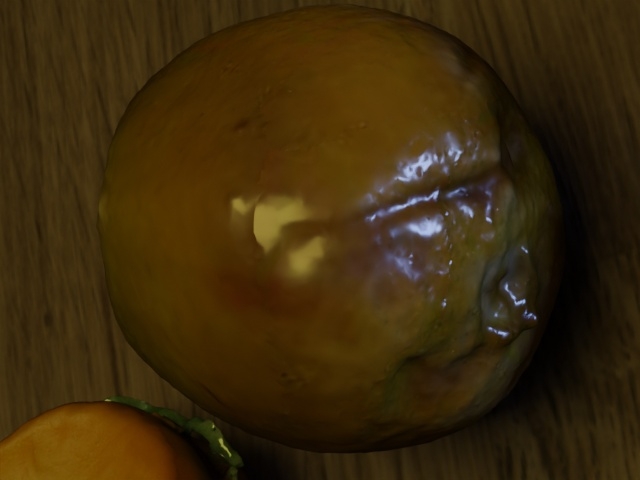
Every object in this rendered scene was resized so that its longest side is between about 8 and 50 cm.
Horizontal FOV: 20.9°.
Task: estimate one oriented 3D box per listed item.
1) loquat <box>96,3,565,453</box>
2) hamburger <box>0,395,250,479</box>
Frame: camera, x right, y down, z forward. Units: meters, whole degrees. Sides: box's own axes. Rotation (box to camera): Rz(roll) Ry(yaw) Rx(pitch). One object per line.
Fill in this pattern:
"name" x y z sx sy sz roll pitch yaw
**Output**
"loquat" 0.000 0.000 1.033 0.283 0.276 0.276 4 84 28
"hamburger" -0.126 0.228 1.156 0.246 0.170 0.246 -15 60 29
